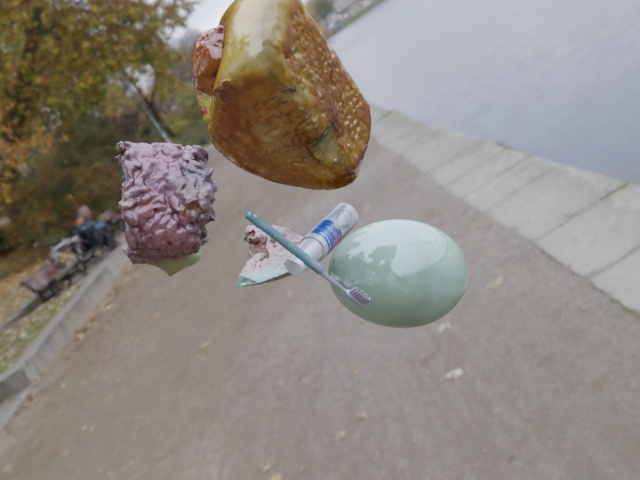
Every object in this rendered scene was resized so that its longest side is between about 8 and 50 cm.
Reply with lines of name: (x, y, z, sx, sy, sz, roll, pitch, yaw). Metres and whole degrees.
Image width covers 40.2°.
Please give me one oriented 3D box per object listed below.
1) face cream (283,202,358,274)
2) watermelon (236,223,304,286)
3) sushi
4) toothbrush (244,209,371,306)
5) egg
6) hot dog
face cream: (0.000, 0.000, 0.985, 0.034, 0.034, 0.130, -26, 12, 40)
watermelon: (-0.061, 0.026, 1.203, 0.155, 0.080, 0.101, 3, 25, 27)
sushi: (-0.278, -0.054, 1.583, 0.171, 0.236, 0.270, -5, -11, -13)
toothbrush: (-0.009, 0.019, 0.843, 0.014, 0.167, 0.011, -33, 34, 30)
egg: (0.105, 0.045, 1.199, 0.192, 0.149, 0.149, 3, 26, 19)
hot dog: (-0.056, -0.162, 0.982, 0.153, 0.256, 0.150, -3, 59, 29)
